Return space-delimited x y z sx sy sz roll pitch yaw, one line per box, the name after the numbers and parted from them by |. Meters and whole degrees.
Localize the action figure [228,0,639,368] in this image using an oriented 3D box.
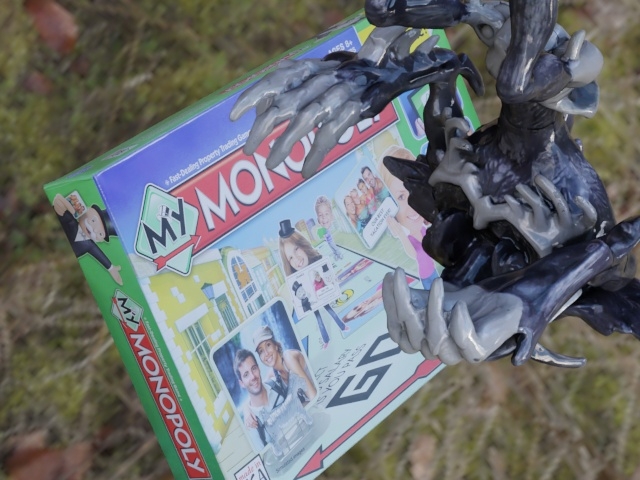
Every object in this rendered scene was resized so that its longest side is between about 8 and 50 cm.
0.049 -0.036 0.655 0.141 0.276 0.164 -28 47 -23 | action figure

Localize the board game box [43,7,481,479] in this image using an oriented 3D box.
0.000 0.000 1.027 0.317 0.046 0.213 -36 109 -44 | board game box
